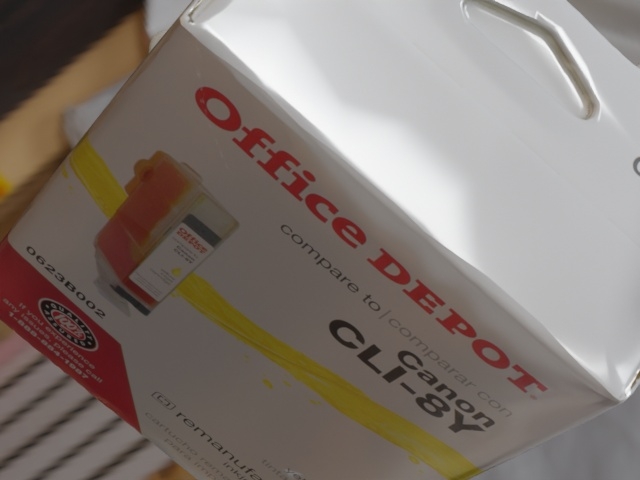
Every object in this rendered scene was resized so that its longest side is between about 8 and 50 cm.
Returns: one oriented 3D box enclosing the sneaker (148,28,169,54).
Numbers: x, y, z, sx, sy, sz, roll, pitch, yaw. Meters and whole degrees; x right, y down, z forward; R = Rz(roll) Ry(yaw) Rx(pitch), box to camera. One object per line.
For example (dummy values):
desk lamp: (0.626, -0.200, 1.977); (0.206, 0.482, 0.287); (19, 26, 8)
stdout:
sneaker: (-0.112, -0.072, 1.395); (0.071, 0.190, 0.083); (-10, 157, 7)

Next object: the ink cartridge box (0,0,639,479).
ink cartridge box: (0.000, 0.000, 1.021); (0.160, 0.279, 0.385); (-53, -173, -32)

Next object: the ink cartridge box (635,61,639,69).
ink cartridge box: (0.294, -0.117, 1.333); (0.180, 0.104, 0.060); (-42, 127, -50)
